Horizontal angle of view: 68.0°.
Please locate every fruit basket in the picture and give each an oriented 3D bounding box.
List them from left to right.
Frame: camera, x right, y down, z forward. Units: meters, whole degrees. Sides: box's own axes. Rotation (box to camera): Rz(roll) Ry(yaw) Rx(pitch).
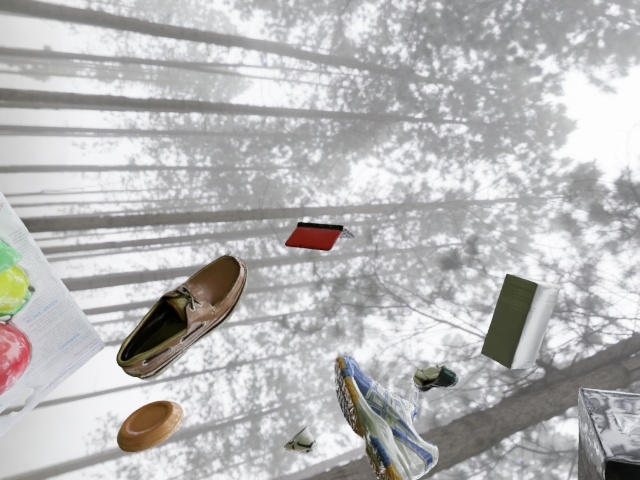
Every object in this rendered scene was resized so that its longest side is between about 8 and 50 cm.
[{"bbox_3d":[-0.524,0.133,0.667,0.165,0.327,0.353,13,-48,32],"label":"fruit basket"}]

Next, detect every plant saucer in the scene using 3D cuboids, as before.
[{"bbox_3d":[-0.510,0.542,1.415,0.200,0.200,0.037,18,-53,58],"label":"plant saucer"}]

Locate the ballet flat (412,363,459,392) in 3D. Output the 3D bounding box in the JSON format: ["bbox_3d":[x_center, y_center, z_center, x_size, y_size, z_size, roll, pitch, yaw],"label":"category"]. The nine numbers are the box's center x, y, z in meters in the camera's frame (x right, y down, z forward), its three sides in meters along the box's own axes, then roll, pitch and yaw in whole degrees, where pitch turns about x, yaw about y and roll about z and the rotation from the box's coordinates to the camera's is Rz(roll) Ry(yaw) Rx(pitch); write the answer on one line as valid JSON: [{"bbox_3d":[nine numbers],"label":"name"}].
[{"bbox_3d":[0.314,0.394,1.372,0.203,0.074,0.074,-43,-122,59],"label":"ballet flat"}]

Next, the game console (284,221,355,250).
[{"bbox_3d":[0.000,0.000,1.262,0.144,0.124,0.085,6,-105,30],"label":"game console"}]

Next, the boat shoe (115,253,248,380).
[{"bbox_3d":[-0.257,0.140,0.921,0.110,0.307,0.104,33,-20,17],"label":"boat shoe"}]

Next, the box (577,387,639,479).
[{"bbox_3d":[0.665,0.534,1.005,0.178,0.343,0.313,1,-83,21],"label":"box"}]

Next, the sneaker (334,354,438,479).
[{"bbox_3d":[0.129,0.360,0.995,0.112,0.130,0.296,95,-27,-44],"label":"sneaker"}]

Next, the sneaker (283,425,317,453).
[{"bbox_3d":[-0.039,0.394,0.911,0.044,0.040,0.109,49,-35,15],"label":"sneaker"}]

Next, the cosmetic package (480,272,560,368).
[{"bbox_3d":[0.532,0.215,1.266,0.107,0.127,0.238,20,-81,52],"label":"cosmetic package"}]

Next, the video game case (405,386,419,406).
[{"bbox_3d":[0.193,0.449,1.181,0.019,0.143,0.157,34,-85,13],"label":"video game case"}]
